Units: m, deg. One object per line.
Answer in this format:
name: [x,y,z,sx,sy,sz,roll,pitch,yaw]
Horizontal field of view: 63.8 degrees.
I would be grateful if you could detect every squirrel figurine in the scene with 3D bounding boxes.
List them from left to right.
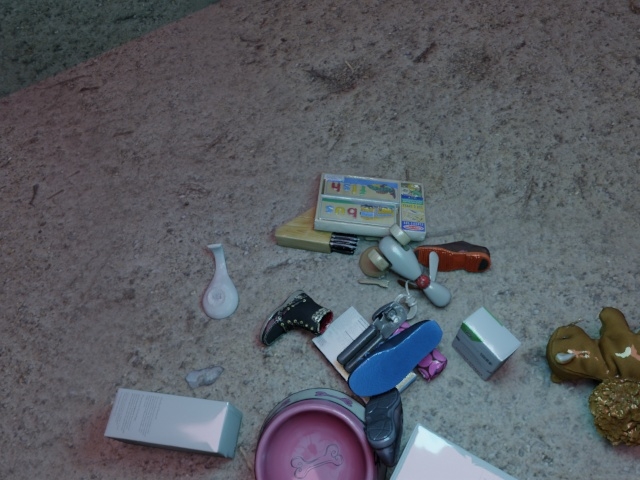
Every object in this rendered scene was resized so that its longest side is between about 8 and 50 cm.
squirrel figurine: [0.882,0.394,1.525,0.369,0.281,0.398,-5,59,11]

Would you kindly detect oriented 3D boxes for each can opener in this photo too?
can opener: [0.168,0.312,1.700,0.283,0.095,0.076,-41,103,-9]

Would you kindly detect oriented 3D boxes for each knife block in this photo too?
knife block: [0.000,0.000,1.934,0.275,0.088,0.242,-31,62,-11]

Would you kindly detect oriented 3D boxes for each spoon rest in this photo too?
spoon rest: [-0.377,0.155,1.915,0.137,0.084,0.277,-7,75,5]

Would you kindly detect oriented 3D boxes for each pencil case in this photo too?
pencil case: [0.316,0.363,1.706,0.098,0.095,0.209,-47,63,0]

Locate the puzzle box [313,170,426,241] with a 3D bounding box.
puzzle box: [0.188,-0.132,1.938,0.408,0.052,0.272,6,50,1]

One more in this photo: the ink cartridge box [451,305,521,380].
ink cartridge box: [0.517,0.329,1.626,0.092,0.219,0.160,-34,64,-15]

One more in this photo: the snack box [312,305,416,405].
snack box: [0.143,0.398,1.722,0.187,0.060,0.322,-38,64,-13]

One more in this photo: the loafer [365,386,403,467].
loafer: [0.189,0.532,1.488,0.108,0.302,0.095,-18,98,14]

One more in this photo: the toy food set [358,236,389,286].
toy food set: [0.210,0.081,1.902,0.132,0.038,0.192,5,68,18]

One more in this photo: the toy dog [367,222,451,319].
toy dog: [0.307,0.091,1.805,0.220,0.161,0.334,-24,100,10]

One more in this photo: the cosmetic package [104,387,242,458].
cosmetic package: [-0.452,0.580,1.620,0.364,0.197,0.155,4,62,7]

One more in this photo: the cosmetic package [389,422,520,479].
cosmetic package: [0.354,0.747,1.358,0.393,0.329,0.328,25,69,18]

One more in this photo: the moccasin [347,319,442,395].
moccasin: [0.232,0.372,1.605,0.341,0.117,0.138,-28,92,-14]

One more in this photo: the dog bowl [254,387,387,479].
dog bowl: [-0.011,0.646,1.500,0.407,0.150,0.409,-2,78,8]

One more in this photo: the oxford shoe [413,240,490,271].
oxford shoe: [0.475,0.050,1.866,0.271,0.097,0.098,8,38,12]

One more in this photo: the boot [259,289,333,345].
boot: [-0.083,0.289,1.764,0.178,0.085,0.236,23,61,41]
